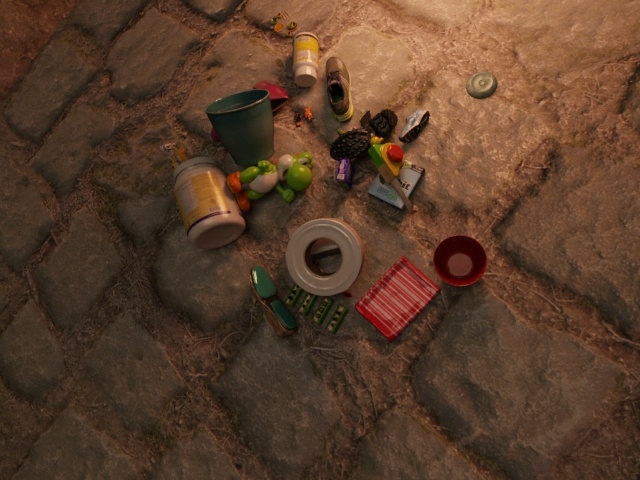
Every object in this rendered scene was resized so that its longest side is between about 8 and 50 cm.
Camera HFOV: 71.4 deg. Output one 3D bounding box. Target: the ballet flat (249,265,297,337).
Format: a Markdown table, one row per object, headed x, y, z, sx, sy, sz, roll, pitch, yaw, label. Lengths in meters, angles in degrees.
| x | y | z | sx | sy | sz | roll | pitch | yaw | label |
| --- | --- | --- | --- | --- | --- | --- | --- | --- | --- |
| -0.211 | 0.249 | 1.767 | 0.106 | 0.107 | 0.316 | -50 | 62 | 37 | ballet flat |

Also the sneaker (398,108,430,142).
| x | y | z | sx | sy | sz | roll | pitch | yaw | label |
| --- | --- | --- | --- | --- | --- | --- | --- | --- | --- |
| 0.368 | -0.462 | 1.796 | 0.162 | 0.063 | 0.073 | -49 | 50 | -4 | sneaker |

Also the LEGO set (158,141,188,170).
| x | y | z | sx | sy | sz | roll | pitch | yaw | label |
| --- | --- | --- | --- | --- | --- | --- | --- | --- | --- |
| -0.651 | -0.301 | 2.044 | 0.107 | 0.132 | 0.287 | -16 | 95 | 30 | LEGO set |

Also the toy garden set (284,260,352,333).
| x | y | z | sx | sy | sz | roll | pitch | yaw | label |
| --- | --- | --- | --- | --- | --- | --- | --- | --- | --- |
| 0.000 | 0.212 | 1.734 | 0.244 | 0.049 | 0.204 | 29 | 86 | 22 | toy garden set |

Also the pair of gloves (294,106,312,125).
| x | y | z | sx | sy | sz | roll | pitch | yaw | label |
| --- | --- | --- | --- | --- | --- | --- | --- | --- | --- |
| -0.075 | -0.549 | 1.973 | 0.083 | 0.010 | 0.074 | -17 | 73 | 16 | pair of gloves |

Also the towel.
| x | y | z | sx | sy | sz | roll | pitch | yaw | label |
| --- | --- | --- | --- | --- | --- | --- | --- | --- | --- |
| 0.282 | 0.215 | 1.656 | 0.275 | 0.031 | 0.199 | -47 | 69 | 1 | towel |

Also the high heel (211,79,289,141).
| x | y | z | sx | sy | sz | roll | pitch | yaw | label |
| --- | --- | --- | --- | --- | --- | --- | --- | --- | --- |
| -0.318 | -0.558 | 1.984 | 0.377 | 0.127 | 0.181 | -48 | 57 | -2 | high heel |

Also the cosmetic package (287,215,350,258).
| x | y | z | sx | sy | sz | roll | pitch | yaw | label |
| --- | --- | --- | --- | --- | --- | --- | --- | --- | --- |
| 0.000 | 0.000 | 1.762 | 0.237 | 0.107 | 0.127 | -14 | 74 | 16 | cosmetic package |

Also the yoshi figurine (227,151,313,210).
| x | y | z | sx | sy | sz | roll | pitch | yaw | label |
| --- | --- | --- | --- | --- | --- | --- | --- | --- | --- |
| -0.185 | -0.246 | 1.837 | 0.361 | 0.203 | 0.203 | -24 | 91 | -2 | yoshi figurine |

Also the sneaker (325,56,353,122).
| x | y | z | sx | sy | sz | roll | pitch | yaw | label |
| --- | --- | --- | --- | --- | --- | --- | --- | --- | --- |
| 0.075 | -0.663 | 1.895 | 0.111 | 0.121 | 0.300 | -15 | 72 | 13 | sneaker |

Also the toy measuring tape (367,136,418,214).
| x | y | z | sx | sy | sz | roll | pitch | yaw | label |
| --- | --- | --- | --- | --- | --- | --- | --- | --- | --- |
| 0.298 | -0.260 | 1.700 | 0.121 | 0.121 | 0.330 | -33 | 85 | 7 | toy measuring tape |

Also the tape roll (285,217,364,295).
| x | y | z | sx | sy | sz | roll | pitch | yaw | label |
| --- | --- | --- | --- | --- | --- | --- | --- | --- | --- |
| 0.020 | 0.059 | 1.648 | 0.285 | 0.100 | 0.287 | 1 | 95 | 12 | tape roll |

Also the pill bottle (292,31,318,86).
| x | y | z | sx | sy | sz | roll | pitch | yaw | label |
| --- | --- | --- | --- | --- | --- | --- | --- | --- | --- |
| -0.067 | -0.799 | 1.976 | 0.119 | 0.119 | 0.209 | -4 | 75 | 16 | pill bottle |

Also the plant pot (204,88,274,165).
| x | y | z | sx | sy | sz | roll | pitch | yaw | label |
| --- | --- | --- | --- | --- | --- | --- | --- | --- | --- |
| -0.311 | -0.464 | 1.870 | 0.271 | 0.255 | 0.272 | -11 | 33 | 7 | plant pot |

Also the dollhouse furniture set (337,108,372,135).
| x | y | z | sx | sy | sz | roll | pitch | yaw | label |
| --- | --- | --- | --- | --- | --- | --- | --- | --- | --- |
| 0.143 | -0.487 | 1.854 | 0.058 | 0.076 | 0.152 | 42 | 92 | 21 | dollhouse furniture set |

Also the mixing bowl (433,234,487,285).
| x | y | z | sx | sy | sz | roll | pitch | yaw | label |
| --- | --- | --- | --- | --- | --- | --- | --- | --- | --- |
| 0.495 | 0.080 | 1.586 | 0.181 | 0.098 | 0.182 | -4 | 75 | 16 | mixing bowl |

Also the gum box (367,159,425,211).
| x | y | z | sx | sy | sz | roll | pitch | yaw | label |
| --- | --- | --- | --- | --- | --- | --- | --- | --- | --- |
| 0.298 | -0.230 | 1.758 | 0.156 | 0.041 | 0.185 | 29 | 87 | 22 | gum box |

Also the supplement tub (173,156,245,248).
| x | y | z | sx | sy | sz | roll | pitch | yaw | label |
| --- | --- | --- | --- | --- | --- | --- | --- | --- | --- |
| -0.476 | -0.158 | 1.876 | 0.240 | 0.241 | 0.332 | -27 | 69 | 9 | supplement tub |

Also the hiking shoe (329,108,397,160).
| x | y | z | sx | sy | sz | roll | pitch | yaw | label |
| --- | --- | --- | --- | --- | --- | --- | --- | --- | --- |
| 0.180 | -0.409 | 1.800 | 0.303 | 0.132 | 0.113 | -28 | 88 | 13 | hiking shoe |

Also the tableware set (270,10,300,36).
| x | y | z | sx | sy | sz | roll | pitch | yaw | label |
| --- | --- | --- | --- | --- | --- | --- | --- | --- | --- |
| -0.172 | -1.029 | 2.120 | 0.104 | 0.024 | 0.154 | -34 | 69 | 7 | tableware set |

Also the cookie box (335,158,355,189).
| x | y | z | sx | sy | sz | roll | pitch | yaw | label |
| --- | --- | --- | --- | --- | --- | --- | --- | --- | --- |
| 0.101 | -0.266 | 1.793 | 0.040 | 0.107 | 0.092 | 8 | 78 | 20 | cookie box |

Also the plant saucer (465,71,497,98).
| x | y | z | sx | sy | sz | roll | pitch | yaw | label |
| --- | --- | --- | --- | --- | --- | --- | --- | --- | --- |
| 0.637 | -0.620 | 1.761 | 0.119 | 0.021 | 0.120 | -4 | 76 | 17 | plant saucer |
